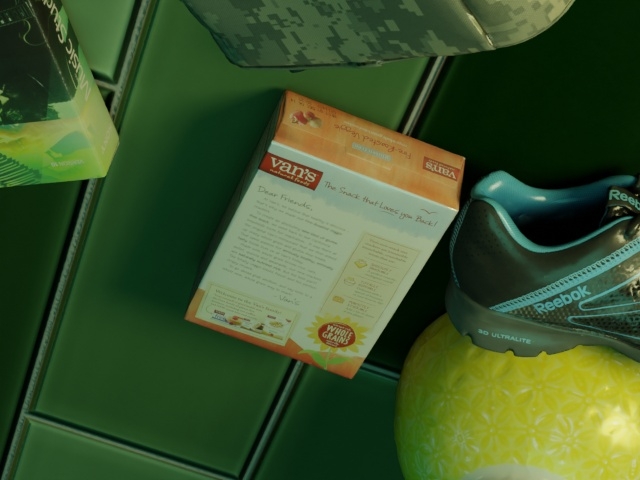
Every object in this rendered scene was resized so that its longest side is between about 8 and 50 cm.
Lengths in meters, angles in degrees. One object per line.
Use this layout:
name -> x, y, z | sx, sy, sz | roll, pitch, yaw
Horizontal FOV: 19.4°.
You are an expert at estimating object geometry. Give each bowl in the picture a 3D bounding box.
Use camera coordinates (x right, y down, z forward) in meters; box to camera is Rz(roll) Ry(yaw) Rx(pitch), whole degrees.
bowl -> 0.184, 0.200, 1.572 | 0.289, 0.156, 0.289 | 12, 132, 13

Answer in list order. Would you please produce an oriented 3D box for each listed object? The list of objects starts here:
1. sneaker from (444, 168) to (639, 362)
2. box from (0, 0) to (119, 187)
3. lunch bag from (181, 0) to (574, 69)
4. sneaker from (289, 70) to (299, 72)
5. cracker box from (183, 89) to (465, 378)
sneaker -> 0.265, 0.027, 1.438 | 0.341, 0.125, 0.140 | 4, 130, 7
box -> -0.313, -0.170, 1.423 | 0.232, 0.058, 0.322 | -5, 134, 17
lunch bag -> 0.011, -0.256, 1.101 | 0.305, 0.212, 0.256 | 4, 147, 46
sneaker -> 0.037, -0.190, 1.327 | 0.209, 0.069, 0.082 | -32, 88, 46
cracker box -> 0.000, 0.000, 1.513 | 0.155, 0.067, 0.232 | 21, 136, -9
